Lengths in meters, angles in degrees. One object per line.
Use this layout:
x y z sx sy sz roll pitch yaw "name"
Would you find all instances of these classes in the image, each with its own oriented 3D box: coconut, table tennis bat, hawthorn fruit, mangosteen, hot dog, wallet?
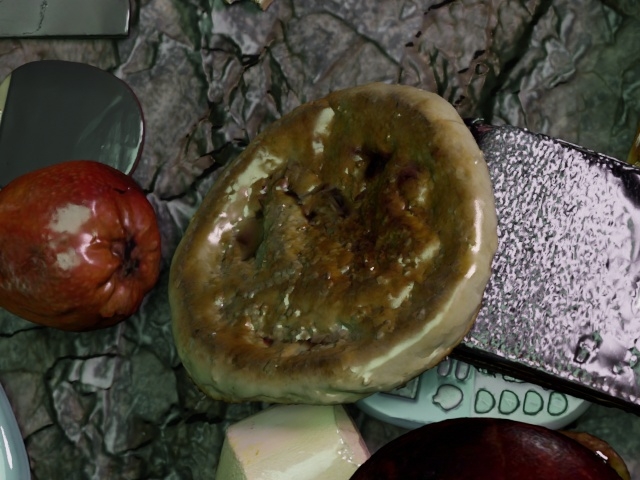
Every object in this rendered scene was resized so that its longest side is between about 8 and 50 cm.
-0.027 0.220 1.365 0.152 0.147 0.147 -28 76 -1 "coconut"
-0.312 -0.118 1.552 0.274 0.021 0.154 11 84 13 "table tennis bat"
-0.242 0.009 1.453 0.179 0.173 0.173 -30 74 35 "hawthorn fruit"
0.146 0.286 1.227 0.297 0.293 0.297 -8 73 29 "mangosteen"
0.307 -0.099 1.386 0.030 0.034 0.090 18 87 17 "hot dog"
0.217 0.023 1.344 0.262 0.071 0.221 18 71 6 "wallet"

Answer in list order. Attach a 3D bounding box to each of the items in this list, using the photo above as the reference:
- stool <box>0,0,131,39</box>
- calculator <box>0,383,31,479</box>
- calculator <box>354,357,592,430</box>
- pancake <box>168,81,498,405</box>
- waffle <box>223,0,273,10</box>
-0.348 -0.310 1.471 0.269 0.243 0.170 3 83 14 "stool"
-0.390 0.218 1.508 0.184 0.042 0.295 -25 76 9 "calculator"
0.120 0.090 1.401 0.299 0.041 0.185 9 84 13 "calculator"
0.001 0.001 1.365 0.356 0.065 0.356 -21 49 27 "pancake"
-0.089 -0.292 1.521 0.135 0.021 0.092 42 91 17 "waffle"
